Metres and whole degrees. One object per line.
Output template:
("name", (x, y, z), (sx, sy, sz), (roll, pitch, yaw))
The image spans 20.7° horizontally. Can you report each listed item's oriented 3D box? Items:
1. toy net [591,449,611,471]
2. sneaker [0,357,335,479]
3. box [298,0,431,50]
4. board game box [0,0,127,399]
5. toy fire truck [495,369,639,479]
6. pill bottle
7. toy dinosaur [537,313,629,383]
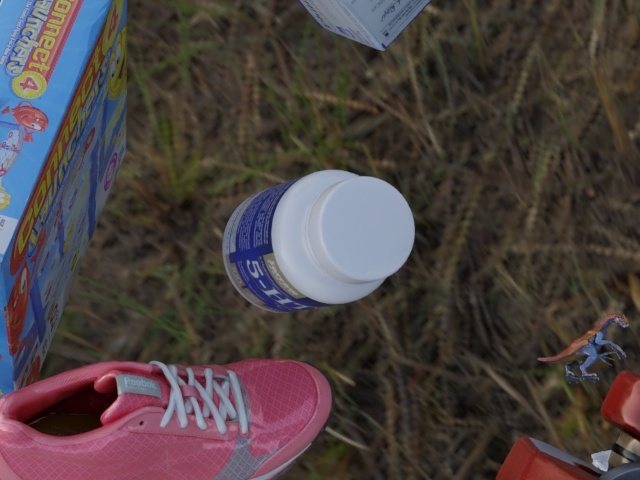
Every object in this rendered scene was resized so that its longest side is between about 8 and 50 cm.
("toy net", (0.362, 0.190, 1.603), (0.232, 0.122, 0.045), (7, 114, -8))
("sneaker", (-0.134, 0.154, 1.474), (0.314, 0.136, 0.116), (-11, 59, -13))
("box", (0.047, -0.237, 1.474), (0.126, 0.072, 0.137), (-47, 29, -5))
("board game box", (-0.253, -0.048, 1.505), (0.086, 0.302, 0.308), (16, 61, 2))
("toy fire truck", (0.261, 0.208, 1.077), (0.302, 0.254, 0.169), (27, 90, -4))
("pill bottle", (0.000, 0.000, 1.459), (0.112, 0.187, 0.112), (3, 82, -23))
("toy dinosaur", (0.266, 0.099, 1.701), (0.047, 0.090, 0.082), (-22, 43, 54))
